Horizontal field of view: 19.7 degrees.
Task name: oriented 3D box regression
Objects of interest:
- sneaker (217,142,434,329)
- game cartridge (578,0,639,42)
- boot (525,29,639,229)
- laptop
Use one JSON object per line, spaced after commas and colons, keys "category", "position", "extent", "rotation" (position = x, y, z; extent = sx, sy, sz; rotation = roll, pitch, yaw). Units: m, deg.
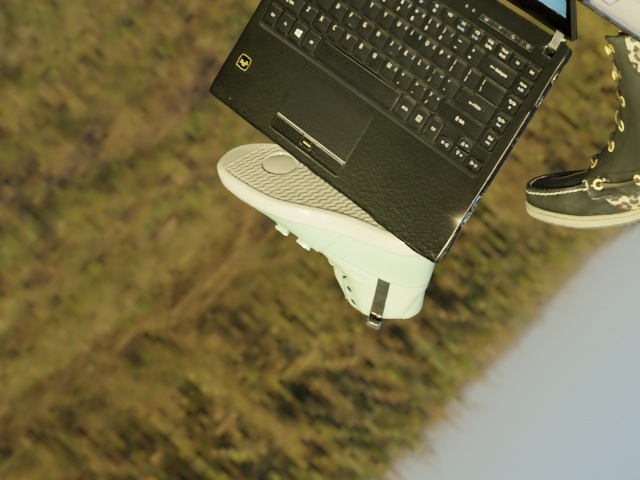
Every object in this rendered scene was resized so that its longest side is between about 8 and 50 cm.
{"category": "sneaker", "position": [0.000, 0.000, 1.933], "extent": [0.094, 0.256, 0.151], "rotation": [-48, 153, -39]}
{"category": "game cartridge", "position": [0.302, -0.226, 1.327], "extent": [0.230, 0.355, 0.068], "rotation": [-63, -161, -11]}
{"category": "boot", "position": [0.275, -0.106, 1.652], "extent": [0.236, 0.178, 0.085], "rotation": [-3, -157, 38]}
{"category": "laptop", "position": [0.033, -0.162, 1.186], "extent": [0.136, 0.234, 0.264], "rotation": [14, 111, -56]}
